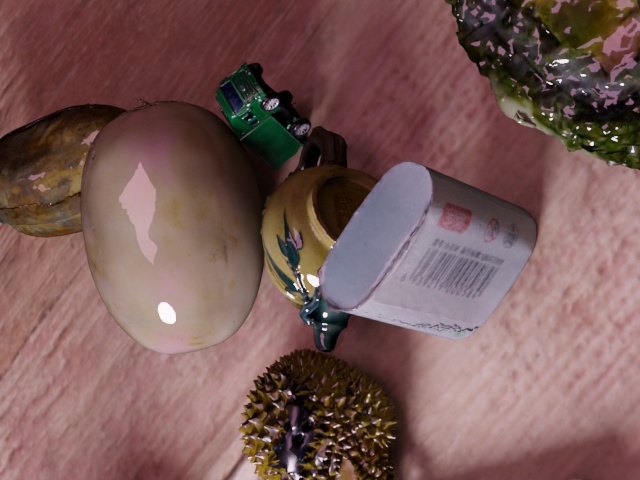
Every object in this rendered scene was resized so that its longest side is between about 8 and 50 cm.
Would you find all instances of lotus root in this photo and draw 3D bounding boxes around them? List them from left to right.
[{"bbox_3d":[-0.340,-0.092,1.844,0.274,0.152,0.160,-13,73,25],"label":"lotus root"}]

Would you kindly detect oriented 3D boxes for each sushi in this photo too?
[{"bbox_3d":[0.298,-0.242,1.401,0.352,0.178,0.294,46,110,30],"label":"sushi"}]

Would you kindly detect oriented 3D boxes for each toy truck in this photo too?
[{"bbox_3d":[-0.071,-0.156,1.664,0.079,0.147,0.065,-36,61,7],"label":"toy truck"}]

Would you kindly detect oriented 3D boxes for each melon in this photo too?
[{"bbox_3d":[-0.179,-0.020,1.661,0.223,0.223,0.317,-11,90,34],"label":"melon"}]

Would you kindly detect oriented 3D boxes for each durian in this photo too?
[{"bbox_3d":[-0.002,0.231,1.539,0.237,0.137,0.193,27,95,36],"label":"durian"}]

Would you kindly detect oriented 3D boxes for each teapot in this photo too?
[{"bbox_3d":[0.000,0.000,1.587,0.182,0.173,0.269,-48,43,47],"label":"teapot"}]

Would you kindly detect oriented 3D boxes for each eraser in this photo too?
[{"bbox_3d":[0.118,0.017,1.442,0.081,0.227,0.174,44,106,34],"label":"eraser"}]

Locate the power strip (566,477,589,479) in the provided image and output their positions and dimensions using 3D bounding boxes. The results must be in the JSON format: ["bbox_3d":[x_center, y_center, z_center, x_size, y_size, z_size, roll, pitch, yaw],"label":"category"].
[{"bbox_3d":[0.161,0.332,1.451,0.338,0.058,0.098,-20,69,30],"label":"power strip"}]
